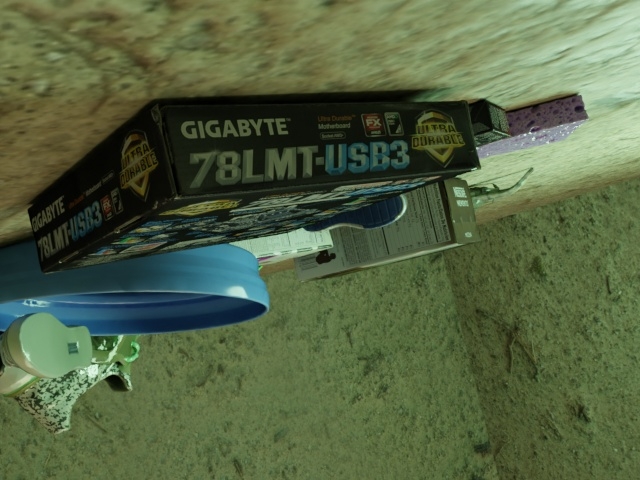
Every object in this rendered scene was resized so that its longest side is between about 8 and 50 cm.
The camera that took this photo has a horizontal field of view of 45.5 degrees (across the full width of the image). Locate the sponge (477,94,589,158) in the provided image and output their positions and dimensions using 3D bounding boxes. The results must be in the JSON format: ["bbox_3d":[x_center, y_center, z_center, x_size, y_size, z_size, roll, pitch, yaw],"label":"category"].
[{"bbox_3d":[0.184,-0.113,0.864,0.210,0.031,0.117,-14,176,4],"label":"sponge"}]

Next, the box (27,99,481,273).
[{"bbox_3d":[-0.066,-0.046,0.672,0.295,0.073,0.293,-10,174,-37],"label":"box"}]

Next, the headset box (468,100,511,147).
[{"bbox_3d":[0.151,-0.112,0.764,0.062,0.032,0.083,-15,177,27],"label":"headset box"}]

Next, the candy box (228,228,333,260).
[{"bbox_3d":[-0.115,0.005,1.226,0.159,0.071,0.233,-16,174,40],"label":"candy box"}]

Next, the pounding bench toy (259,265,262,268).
[{"bbox_3d":[-0.146,0.047,1.639,0.065,0.083,0.052,-11,175,-26],"label":"pounding bench toy"}]

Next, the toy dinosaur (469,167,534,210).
[{"bbox_3d":[0.317,-0.084,1.567,0.268,0.064,0.118,-18,168,21],"label":"toy dinosaur"}]

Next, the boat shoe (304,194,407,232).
[{"bbox_3d":[0.056,-0.052,1.138,0.183,0.066,0.066,-4,-173,36],"label":"boat shoe"}]

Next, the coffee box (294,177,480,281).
[{"bbox_3d":[0.114,-0.017,1.354,0.297,0.119,0.168,-15,175,23],"label":"coffee box"}]

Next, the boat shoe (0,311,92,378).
[{"bbox_3d":[-0.362,0.140,0.971,0.081,0.079,0.227,-8,170,0],"label":"boat shoe"}]

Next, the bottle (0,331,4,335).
[{"bbox_3d":[-0.565,0.170,1.276,0.092,0.118,0.283,5,159,-9],"label":"bottle"}]

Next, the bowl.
[{"bbox_3d":[-0.265,0.068,1.032,0.391,0.077,0.391,-3,167,-1],"label":"bowl"}]

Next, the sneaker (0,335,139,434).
[{"bbox_3d":[-0.366,0.168,1.295,0.158,0.182,0.410,-17,-160,45],"label":"sneaker"}]
